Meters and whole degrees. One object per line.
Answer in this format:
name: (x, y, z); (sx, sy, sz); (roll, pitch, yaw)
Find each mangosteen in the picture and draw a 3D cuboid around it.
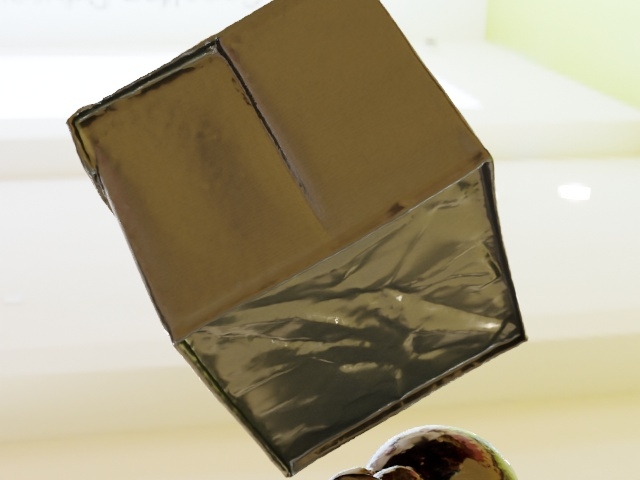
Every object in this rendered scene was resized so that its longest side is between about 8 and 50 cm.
mangosteen: (0.088, 0.238, 1.179); (0.184, 0.172, 0.172); (17, -168, -21)

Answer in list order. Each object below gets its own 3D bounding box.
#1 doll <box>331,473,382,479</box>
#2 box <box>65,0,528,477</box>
doll: (0.024, 0.273, 0.869); (0.088, 0.127, 0.249); (-3, -132, -6)
box: (-0.001, -0.001, 1.074); (0.251, 0.345, 0.204); (-29, -119, -1)
